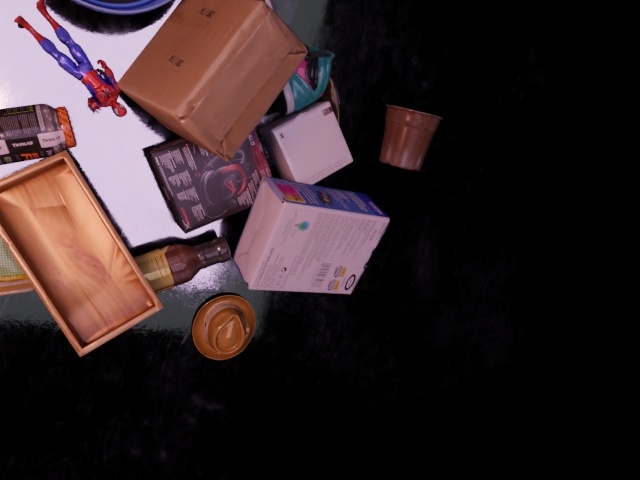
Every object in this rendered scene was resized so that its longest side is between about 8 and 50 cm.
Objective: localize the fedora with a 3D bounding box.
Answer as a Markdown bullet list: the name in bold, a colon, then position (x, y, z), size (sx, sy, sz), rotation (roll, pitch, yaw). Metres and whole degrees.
- **fedora**: position (-0.260, 0.252, 1.402), size (0.195, 0.079, 0.194), rotation (-6, 103, -24)

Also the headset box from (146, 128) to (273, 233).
- **headset box**: position (-0.259, -0.177, 1.286), size (0.294, 0.110, 0.217), rotation (-25, 111, -18)

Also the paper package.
- **paper package**: position (-0.244, -0.375, 1.112), size (0.309, 0.325, 0.168), rotation (-55, 137, -5)

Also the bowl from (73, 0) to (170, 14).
- **bowl**: position (-0.442, -0.667, 1.027), size (0.392, 0.077, 0.390), rotation (-8, 105, -32)

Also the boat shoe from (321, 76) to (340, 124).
- **boat shoe**: position (0.033, -0.385, 1.406), size (0.049, 0.056, 0.152), rotation (-36, 125, -50)

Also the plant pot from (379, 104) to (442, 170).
- **plant pot**: position (0.253, -0.299, 1.476), size (0.167, 0.167, 0.165), rotation (7, 106, -26)

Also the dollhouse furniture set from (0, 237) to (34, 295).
- **dollhouse furniture set**: position (-0.781, 0.047, 1.073), size (0.302, 0.151, 0.197), rotation (-9, 105, -23)

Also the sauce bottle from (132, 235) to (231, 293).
- **sauce bottle**: position (-0.402, 0.075, 1.281), size (0.345, 0.111, 0.111), rotation (-18, 109, -21)

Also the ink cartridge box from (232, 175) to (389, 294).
- **ink cartridge box**: position (0.000, 0.000, 1.357), size (0.396, 0.151, 0.269), rotation (7, 121, -33)

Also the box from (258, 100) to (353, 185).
- **box**: position (-0.039, -0.258, 1.365), size (0.181, 0.119, 0.181), rotation (-31, 113, -15)

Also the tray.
- **tray**: position (-0.553, 0.030, 1.130), size (0.203, 0.076, 0.410), rotation (-32, 98, -19)

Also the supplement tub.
- **supplement tub**: position (-0.644, -0.232, 1.092), size (0.191, 0.117, 0.116), rotation (-15, 108, -20)

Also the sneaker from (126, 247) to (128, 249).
- **sneaker**: position (-0.526, 0.031, 1.260), size (0.084, 0.031, 0.035), rotation (2, 115, -21)

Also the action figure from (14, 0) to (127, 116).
- **action figure**: position (-0.530, -0.386, 1.103), size (0.091, 0.139, 0.280), rotation (-44, 118, -8)

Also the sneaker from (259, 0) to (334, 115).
- **sneaker**: position (-0.059, -0.489, 1.302), size (0.179, 0.124, 0.295), rotation (-21, 105, -24)
